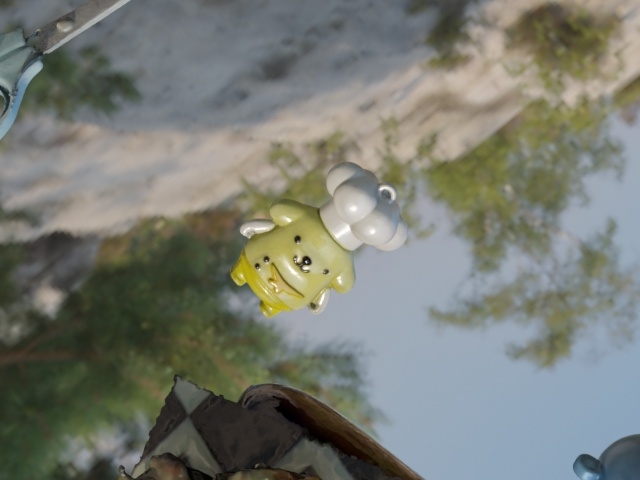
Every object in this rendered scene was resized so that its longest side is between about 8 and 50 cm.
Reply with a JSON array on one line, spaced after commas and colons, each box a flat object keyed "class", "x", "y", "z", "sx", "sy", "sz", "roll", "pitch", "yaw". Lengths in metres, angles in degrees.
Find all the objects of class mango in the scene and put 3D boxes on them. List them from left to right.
[{"class": "mango", "x": 0.020, "y": 0.248, "z": 1.285, "sx": 0.153, "sy": 0.287, "sz": 0.201, "roll": -51, "pitch": 162, "yaw": -4}]

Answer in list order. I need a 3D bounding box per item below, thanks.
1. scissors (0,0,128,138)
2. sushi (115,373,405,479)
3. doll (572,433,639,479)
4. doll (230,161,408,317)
[{"class": "scissors", "x": -0.325, "y": -0.236, "z": 1.725, "sx": 0.360, "sy": 0.191, "sz": 0.029, "roll": -33, "pitch": 149, "yaw": -4}, {"class": "sushi", "x": -0.041, "y": 0.238, "z": 0.705, "sx": 0.059, "sy": 0.294, "sz": 0.292, "roll": 27, "pitch": 85, "yaw": -56}, {"class": "doll", "x": 0.435, "y": 0.312, "z": 1.695, "sx": 0.177, "sy": 0.314, "sz": 0.141, "roll": -76, "pitch": -173, "yaw": -58}, {"class": "doll", "x": 0.000, "y": 0.000, "z": 1.264, "sx": 0.162, "sy": 0.106, "sz": 0.062, "roll": -37, "pitch": -165, "yaw": 18}]
